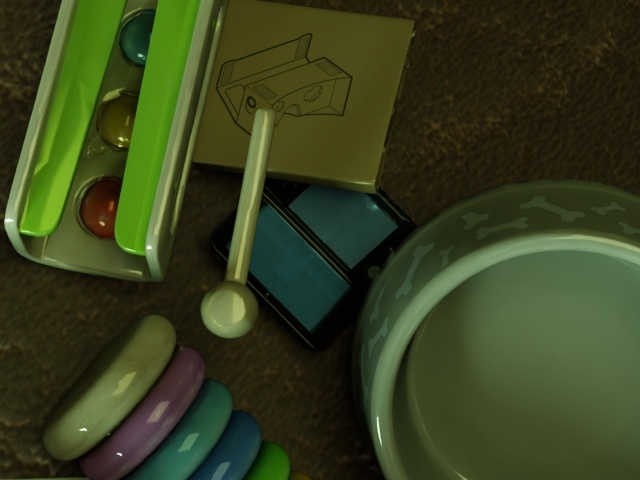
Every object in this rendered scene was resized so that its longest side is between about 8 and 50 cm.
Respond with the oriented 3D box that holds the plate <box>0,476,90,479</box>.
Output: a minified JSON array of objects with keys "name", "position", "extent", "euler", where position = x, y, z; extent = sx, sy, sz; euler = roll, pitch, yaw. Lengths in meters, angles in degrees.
[{"name":"plate","position":[-0.253,0.302,1.081],"extent":[0.277,0.045,0.278],"euler":[5,47,-30]}]

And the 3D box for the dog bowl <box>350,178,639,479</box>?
[{"name":"dog bowl","position":[0.195,0.127,1.224],"extent":[0.348,0.102,0.349],"euler":[1,105,4]}]

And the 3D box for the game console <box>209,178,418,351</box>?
[{"name":"game console","position":[0.000,0.000,1.290],"extent":[0.144,0.124,0.085],"euler":[45,22,-4]}]

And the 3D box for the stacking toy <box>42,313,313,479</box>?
[{"name":"stacking toy","position":[-0.060,0.214,1.194],"extent":[0.330,0.141,0.141],"euler":[43,66,-9]}]

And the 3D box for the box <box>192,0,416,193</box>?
[{"name":"box","position":[-0.030,-0.131,1.300],"extent":[0.201,0.021,0.164],"euler":[9,70,13]}]

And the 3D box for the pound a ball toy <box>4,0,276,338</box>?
[{"name":"pound a ball toy","position":[-0.128,-0.080,1.229],"extent":[0.208,0.136,0.319],"euler":[10,74,1]}]
